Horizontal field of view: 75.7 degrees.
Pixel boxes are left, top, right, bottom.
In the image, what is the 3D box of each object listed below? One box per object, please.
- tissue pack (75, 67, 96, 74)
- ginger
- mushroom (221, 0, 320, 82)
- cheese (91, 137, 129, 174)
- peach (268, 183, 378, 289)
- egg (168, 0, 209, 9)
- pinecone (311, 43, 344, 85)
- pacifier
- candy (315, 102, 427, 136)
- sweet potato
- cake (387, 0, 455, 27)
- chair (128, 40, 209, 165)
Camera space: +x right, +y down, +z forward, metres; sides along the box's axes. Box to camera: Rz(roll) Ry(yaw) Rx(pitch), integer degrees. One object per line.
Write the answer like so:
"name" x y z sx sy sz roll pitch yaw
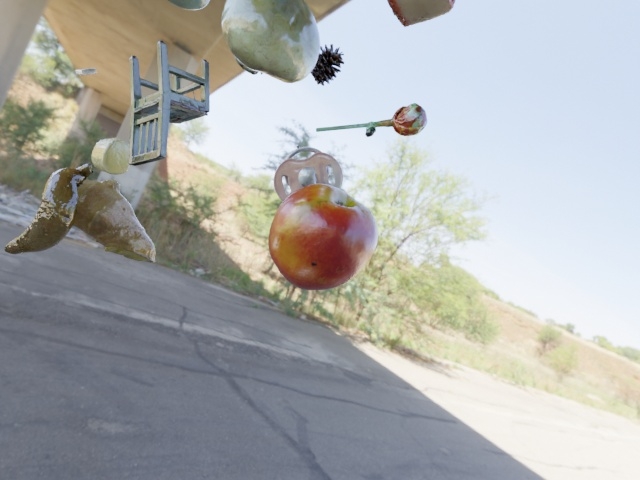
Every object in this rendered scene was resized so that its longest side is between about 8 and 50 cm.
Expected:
"tissue pack" -0.939 -0.676 1.651 0.056 0.023 0.108 -25 32 -32
"ginger" -0.618 -0.055 1.200 0.126 0.190 0.354 -7 -54 52
"mushroom" -0.156 -0.668 1.342 0.352 0.352 0.260 24 -38 -30
"cheese" -0.713 -0.288 1.411 0.094 0.123 0.167 21 -4 -42
"peach" 0.000 0.000 1.441 0.389 0.388 0.388 23 -2 1
"egg" -0.538 -0.992 1.582 0.237 0.169 0.169 17 2 -28
"pinecone" 0.027 -0.781 1.808 0.163 0.165 0.162 49 23 -29
"pacifier" -0.056 -0.288 1.930 0.332 0.220 0.273 -13 41 -2
"candy" 0.131 -0.299 1.059 0.288 0.078 0.084 -5 -18 -1
"sweet potato" -0.686 -0.070 1.060 0.124 0.310 0.098 33 -1 36
"cake" 0.294 -0.704 1.111 0.158 0.262 0.159 4 -44 37
"chair" -0.365 -0.312 1.003 0.136 0.270 0.147 -4 -3 35
